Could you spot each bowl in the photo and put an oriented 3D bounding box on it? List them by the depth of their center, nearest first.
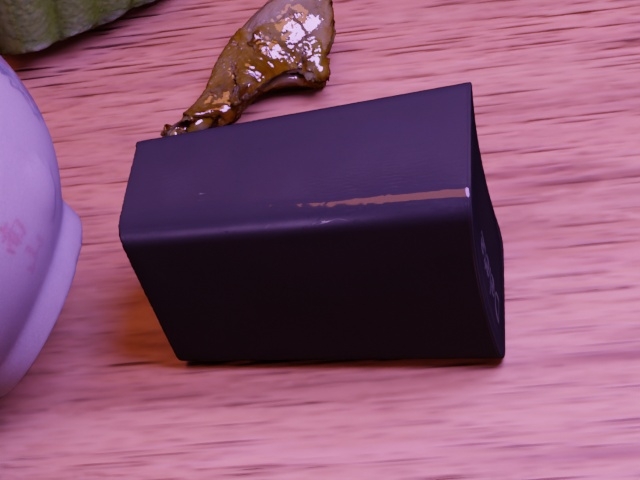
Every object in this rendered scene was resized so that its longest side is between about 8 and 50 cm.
[{"bbox_3d":[-0.261,0.013,0.962,0.157,0.345,0.346,25,45,-23],"label":"bowl"}]

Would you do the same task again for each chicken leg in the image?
[{"bbox_3d":[-0.052,-0.127,1.136,0.178,0.070,0.093,-40,58,-12],"label":"chicken leg"}]

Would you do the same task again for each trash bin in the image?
[{"bbox_3d":[0.000,0.000,0.945,0.225,0.165,0.115,-6,49,11],"label":"trash bin"}]

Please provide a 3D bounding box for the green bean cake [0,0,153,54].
[{"bbox_3d":[-0.238,-0.288,1.259,0.222,0.125,0.248,-30,48,-22],"label":"green bean cake"}]
